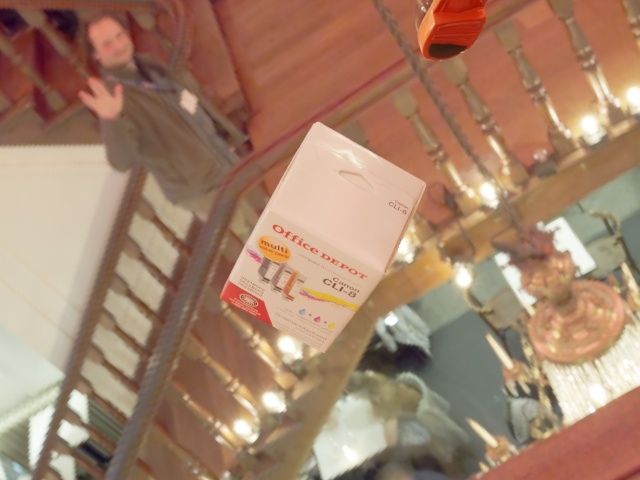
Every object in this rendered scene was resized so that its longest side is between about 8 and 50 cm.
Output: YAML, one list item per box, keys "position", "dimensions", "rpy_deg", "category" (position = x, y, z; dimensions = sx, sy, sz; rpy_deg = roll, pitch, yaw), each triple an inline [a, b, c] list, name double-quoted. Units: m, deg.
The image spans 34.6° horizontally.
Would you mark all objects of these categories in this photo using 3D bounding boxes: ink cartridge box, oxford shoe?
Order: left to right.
- position: [0.000, 0.000, 1.020]
  dimensions: [0.127, 0.128, 0.176]
  rpy_deg: [-64, 3, -37]
  category: "ink cartridge box"
- position: [0.165, -0.326, 1.185]
  dimensions: [0.097, 0.271, 0.098]
  rpy_deg: [-6, 64, -22]
  category: "oxford shoe"
